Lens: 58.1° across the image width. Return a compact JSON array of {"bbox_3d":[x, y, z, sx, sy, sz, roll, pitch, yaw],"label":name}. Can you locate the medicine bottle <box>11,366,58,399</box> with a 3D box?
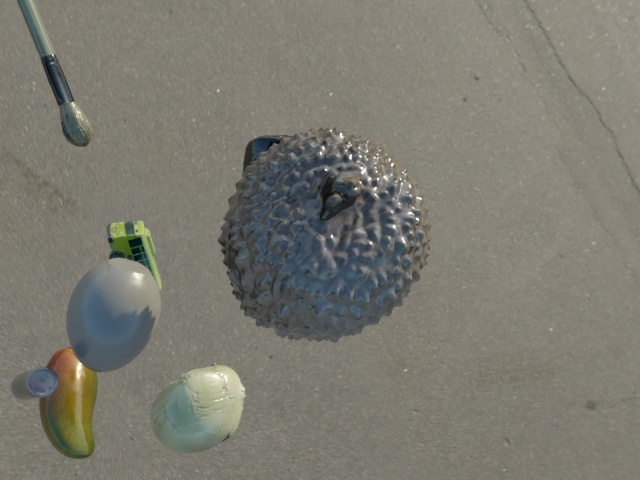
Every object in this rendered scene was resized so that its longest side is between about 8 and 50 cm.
[{"bbox_3d":[-0.573,0.285,1.136,0.057,0.199,0.058,13,69,-36],"label":"medicine bottle"}]

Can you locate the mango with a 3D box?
[{"bbox_3d":[-0.656,0.420,1.501,0.146,0.129,0.289,43,26,-48],"label":"mango"}]

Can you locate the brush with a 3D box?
[{"bbox_3d":[-0.405,-0.280,0.837,0.042,0.039,0.300,-20,107,-6],"label":"brush"}]

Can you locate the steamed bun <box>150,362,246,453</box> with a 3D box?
[{"bbox_3d":[-0.160,0.226,0.747,0.112,0.130,0.091,1,52,-51],"label":"steamed bun"}]

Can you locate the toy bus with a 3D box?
[{"bbox_3d":[-0.438,0.041,1.356,0.101,0.088,0.175,-14,120,-11],"label":"toy bus"}]

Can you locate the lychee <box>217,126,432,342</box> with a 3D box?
[{"bbox_3d":[0.000,0.000,1.040,0.379,0.432,0.381,4,68,-10],"label":"lychee"}]

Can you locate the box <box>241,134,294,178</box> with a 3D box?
[{"bbox_3d":[-0.071,-0.136,1.291,0.212,0.201,0.042,8,28,-3],"label":"box"}]

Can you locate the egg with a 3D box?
[{"bbox_3d":[-0.415,0.154,1.156,0.176,0.176,0.232,12,104,-16],"label":"egg"}]
